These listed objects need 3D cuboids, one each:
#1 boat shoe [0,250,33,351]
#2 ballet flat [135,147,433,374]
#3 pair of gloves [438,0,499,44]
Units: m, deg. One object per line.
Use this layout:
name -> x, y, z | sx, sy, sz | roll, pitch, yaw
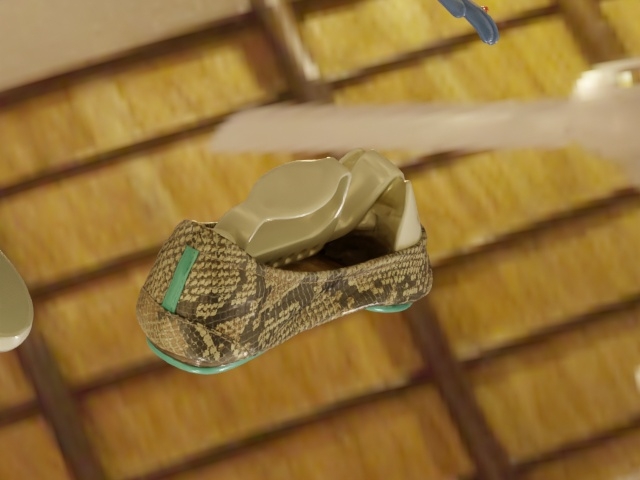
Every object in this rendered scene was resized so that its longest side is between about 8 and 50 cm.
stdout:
boat shoe -> -0.305, 0.026, 1.513 | 0.227, 0.081, 0.079 | 37, -141, 24
ballet flat -> 0.000, 0.000, 1.964 | 0.164, 0.182, 0.483 | 29, -158, 23
pair of gloves -> 0.101, -0.246, 1.817 | 0.023, 0.159, 0.198 | -46, -168, 11
